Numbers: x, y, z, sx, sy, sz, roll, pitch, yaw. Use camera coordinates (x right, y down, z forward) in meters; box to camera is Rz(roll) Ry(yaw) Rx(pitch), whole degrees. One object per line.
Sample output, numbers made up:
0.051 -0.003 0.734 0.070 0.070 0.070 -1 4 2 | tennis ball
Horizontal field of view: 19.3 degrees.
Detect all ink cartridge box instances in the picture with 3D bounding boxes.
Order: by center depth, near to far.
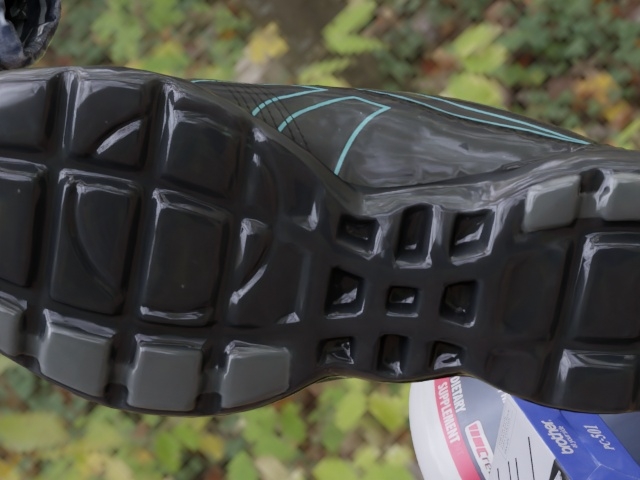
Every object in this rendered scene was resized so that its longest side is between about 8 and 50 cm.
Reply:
0.115 0.192 0.990 0.097 0.046 0.207 -123 37 -60 | ink cartridge box

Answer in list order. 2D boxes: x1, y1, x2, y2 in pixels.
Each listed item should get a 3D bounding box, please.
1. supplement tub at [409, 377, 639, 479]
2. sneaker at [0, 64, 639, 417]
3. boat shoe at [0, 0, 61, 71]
0.208 0.090 1.138 0.272 0.191 0.191 -33 14 27 | supplement tub
0.000 0.000 0.583 0.106 0.267 0.101 -106 26 -75 | sneaker
-0.152 -0.119 0.814 0.083 0.065 0.183 -17 41 13 | boat shoe
